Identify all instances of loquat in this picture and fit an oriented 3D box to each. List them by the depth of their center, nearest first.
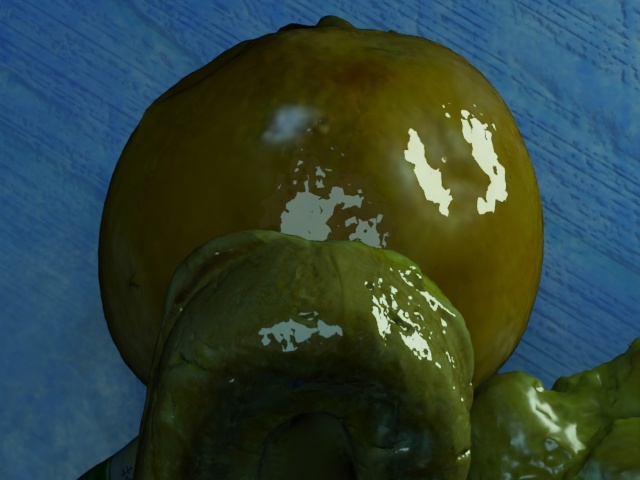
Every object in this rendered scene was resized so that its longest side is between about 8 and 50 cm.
[{"bbox_3d":[0.000,0.000,1.418,0.328,0.328,0.328,0,76,1],"label":"loquat"}]

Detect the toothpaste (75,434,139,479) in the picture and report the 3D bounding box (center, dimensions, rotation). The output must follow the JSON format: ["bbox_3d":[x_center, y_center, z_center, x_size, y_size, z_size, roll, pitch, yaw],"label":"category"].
[{"bbox_3d":[-0.135,0.180,1.426,0.047,0.248,0.078,-27,84,-37],"label":"toothpaste"}]

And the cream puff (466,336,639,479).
[{"bbox_3d":[0.204,0.249,1.353,0.270,0.323,0.274,-32,49,3],"label":"cream puff"}]

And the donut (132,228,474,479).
[{"bbox_3d":[-0.009,0.123,1.228,0.209,0.128,0.261,4,117,-6],"label":"donut"}]
